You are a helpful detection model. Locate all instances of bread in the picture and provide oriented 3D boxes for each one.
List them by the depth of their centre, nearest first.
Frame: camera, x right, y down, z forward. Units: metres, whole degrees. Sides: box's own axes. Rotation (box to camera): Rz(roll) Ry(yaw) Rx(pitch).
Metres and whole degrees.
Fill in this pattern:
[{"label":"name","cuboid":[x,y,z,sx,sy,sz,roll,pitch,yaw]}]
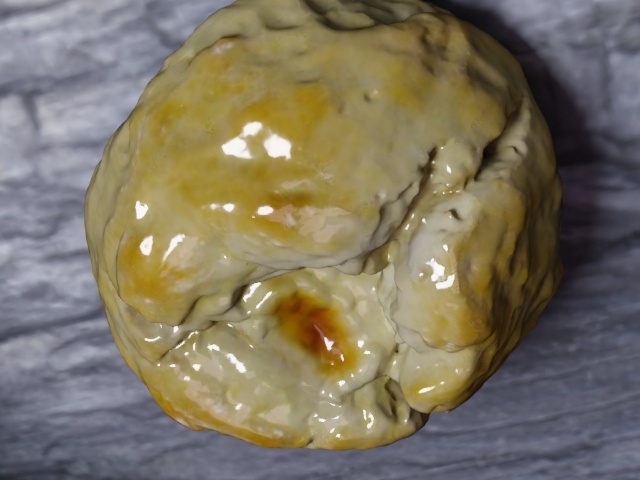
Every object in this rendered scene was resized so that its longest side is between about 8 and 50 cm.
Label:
[{"label":"bread","cuboid":[0.000,0.000,0.743,0.244,0.134,0.244,1,126,1]}]
